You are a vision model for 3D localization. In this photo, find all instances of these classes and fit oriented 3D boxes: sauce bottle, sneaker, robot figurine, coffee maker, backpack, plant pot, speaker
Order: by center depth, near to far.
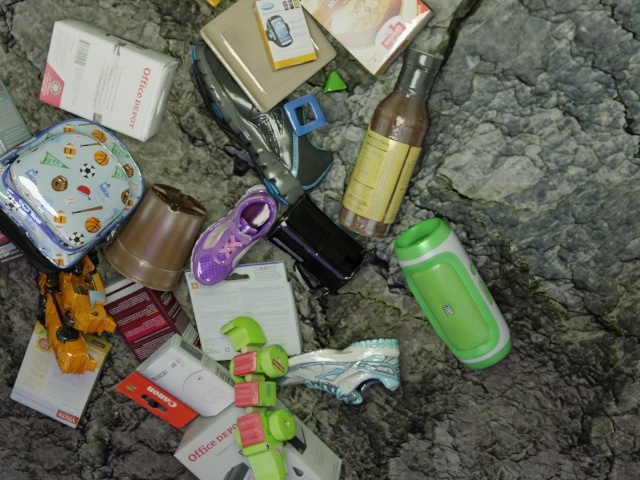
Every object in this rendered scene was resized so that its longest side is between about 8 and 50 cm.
[{"bbox_3d":[0.135,-0.178,1.335,0.111,0.111,0.344,20,106,0],"label":"sauce bottle"},{"bbox_3d":[-0.114,-0.234,1.366,0.139,0.125,0.341,-37,99,-10],"label":"sneaker"},{"bbox_3d":[-0.476,-0.101,1.367,0.213,0.263,0.276,-12,120,45],"label":"backpack"},{"bbox_3d":[-0.164,-0.009,1.410,0.095,0.104,0.236,41,88,-15],"label":"sneaker"},{"bbox_3d":[0.000,0.000,1.416,0.178,0.120,0.171,41,125,-8],"label":"coffee maker"},{"bbox_3d":[0.262,0.106,1.428,0.131,0.131,0.296,-28,106,18],"label":"speaker"},{"bbox_3d":[-0.319,-0.014,1.453,0.167,0.167,0.165,30,105,-4],"label":"plant pot"},{"bbox_3d":[-0.511,0.128,1.493,0.085,0.291,0.211,15,115,-38],"label":"robot figurine"},{"bbox_3d":[0.033,0.285,1.517,0.283,0.110,0.122,-14,72,15],"label":"sneaker"}]

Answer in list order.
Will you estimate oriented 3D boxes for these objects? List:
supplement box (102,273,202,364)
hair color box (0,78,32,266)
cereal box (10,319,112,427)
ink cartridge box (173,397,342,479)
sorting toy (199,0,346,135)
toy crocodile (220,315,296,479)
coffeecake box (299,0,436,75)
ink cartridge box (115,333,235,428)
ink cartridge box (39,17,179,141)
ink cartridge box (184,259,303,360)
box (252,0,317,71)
[{"bbox_3d":[-0.367,0.176,1.576,0.130,0.073,0.239,-23,107,18],"label":"supplement box"},{"bbox_3d":[-0.669,-0.144,1.467,0.185,0.113,0.374,-18,108,15],"label":"hair color box"},{"bbox_3d":[-0.601,0.304,1.676,0.173,0.047,0.240,27,114,-3],"label":"cereal box"},{"bbox_3d":[-0.138,0.493,1.642,0.223,0.129,0.307,-40,101,20],"label":"ink cartridge box"},{"bbox_3d":[-0.094,-0.352,1.297,0.196,0.047,0.348,-42,104,-17],"label":"sorting toy"},{"bbox_3d":[-0.131,0.322,1.469,0.115,0.105,0.341,-19,71,30],"label":"toy crocodile"},{"bbox_3d":[0.082,-0.401,1.251,0.185,0.068,0.142,45,112,6],"label":"coffeecake box"},{"bbox_3d":[-0.312,0.327,1.571,0.189,0.066,0.232,40,113,-20],"label":"ink cartridge box"},{"bbox_3d":[-0.397,-0.305,1.372,0.217,0.092,0.159,23,113,1],"label":"ink cartridge box"},{"bbox_3d":[-0.161,0.146,1.548,0.223,0.045,0.224,-5,110,10],"label":"ink cartridge box"},{"bbox_3d":[-0.065,-0.372,1.268,0.081,0.028,0.136,-19,94,-20],"label":"box"}]
